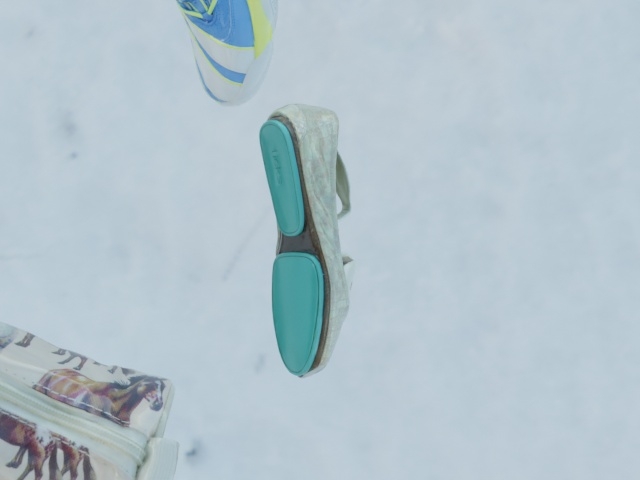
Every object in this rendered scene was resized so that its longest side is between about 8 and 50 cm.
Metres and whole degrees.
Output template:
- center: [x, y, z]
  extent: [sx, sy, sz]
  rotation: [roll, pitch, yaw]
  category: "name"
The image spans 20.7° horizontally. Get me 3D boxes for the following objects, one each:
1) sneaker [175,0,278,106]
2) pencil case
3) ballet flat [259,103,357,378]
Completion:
- center: [-0.103, -0.212, 1.234]
  extent: [0.126, 0.091, 0.240]
  rotation: [-7, 98, -33]
  category: "sneaker"
- center: [-0.309, 0.113, 1.405]
  extent: [0.410, 0.183, 0.160]
  rotation: [25, 77, -3]
  category: "pencil case"
- center: [0.000, 0.000, 1.063]
  extent: [0.052, 0.057, 0.168]
  rotation: [-11, 102, -37]
  category: "ballet flat"
